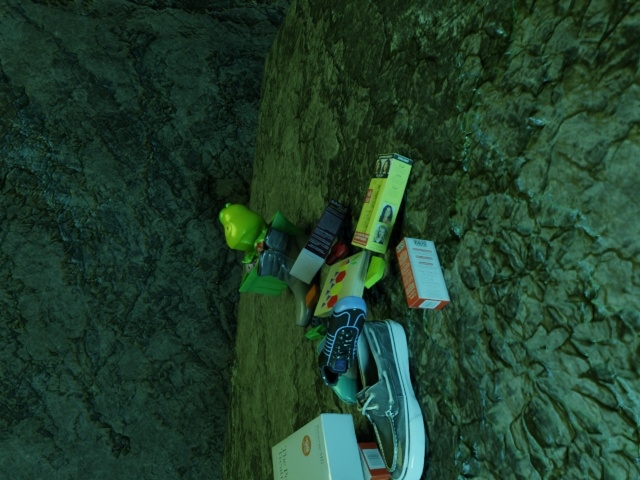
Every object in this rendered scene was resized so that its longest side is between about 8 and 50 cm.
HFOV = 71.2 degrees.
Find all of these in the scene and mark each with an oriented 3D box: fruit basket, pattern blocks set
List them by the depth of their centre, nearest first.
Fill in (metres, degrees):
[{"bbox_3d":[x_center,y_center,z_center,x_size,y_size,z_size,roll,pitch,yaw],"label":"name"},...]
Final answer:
[{"bbox_3d":[0.060,0.110,1.152,0.285,0.026,0.325,-22,36,52],"label":"pattern blocks set"},{"bbox_3d":[-0.261,0.024,1.774,0.392,0.392,0.283,-49,19,58],"label":"fruit basket"}]

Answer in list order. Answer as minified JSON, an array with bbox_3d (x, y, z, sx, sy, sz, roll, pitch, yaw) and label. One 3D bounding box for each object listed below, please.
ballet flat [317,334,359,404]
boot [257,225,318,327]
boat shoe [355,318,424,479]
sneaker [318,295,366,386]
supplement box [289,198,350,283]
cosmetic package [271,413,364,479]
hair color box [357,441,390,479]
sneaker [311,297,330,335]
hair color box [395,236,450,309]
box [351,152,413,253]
[{"bbox_3d":[0.053,0.332,1.221,0.087,0.083,0.247,-63,26,13],"label":"ballet flat"},{"bbox_3d":[-0.120,0.130,1.566,0.118,0.222,0.338,162,114,-68],"label":"boot"},{"bbox_3d":[0.127,0.328,0.941,0.121,0.119,0.335,121,150,-50],"label":"boat shoe"},{"bbox_3d":[0.048,0.218,0.946,0.090,0.081,0.232,-98,17,-46],"label":"sneaker"},{"bbox_3d":[0.000,0.000,1.351,0.239,0.073,0.130,-63,2,-39],"label":"supplement box"},{"bbox_3d":[-0.001,0.632,1.025,0.284,0.097,0.377,-49,39,39],"label":"cosmetic package"},{"bbox_3d":[0.098,0.566,1.036,0.093,0.053,0.167,-124,44,-61],"label":"hair color box"},{"bbox_3d":[0.035,0.194,1.283,0.080,0.081,0.211,48,146,14],"label":"sneaker"},{"bbox_3d":[0.203,0.065,0.896,0.043,0.071,0.141,121,151,-49],"label":"hair color box"},{"bbox_3d":[0.148,-0.090,1.080,0.087,0.058,0.232,23,96,67],"label":"box"}]
